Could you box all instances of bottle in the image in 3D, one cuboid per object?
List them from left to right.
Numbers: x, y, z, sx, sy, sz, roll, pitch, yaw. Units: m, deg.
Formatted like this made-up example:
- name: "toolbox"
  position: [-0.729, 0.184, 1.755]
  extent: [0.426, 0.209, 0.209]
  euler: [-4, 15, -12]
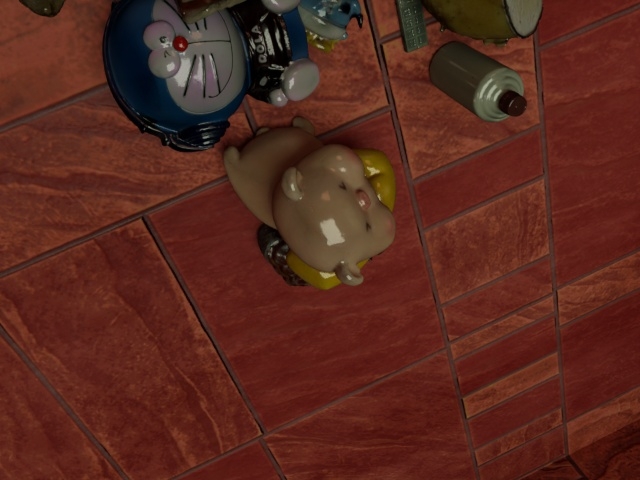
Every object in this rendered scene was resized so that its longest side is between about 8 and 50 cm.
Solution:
- name: "bottle"
  position: [0.304, -0.293, 1.202]
  extent: [0.104, 0.245, 0.104]
  euler: [-10, 124, -15]

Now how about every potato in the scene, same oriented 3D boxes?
- name: "potato"
  position: [0.280, -0.503, 1.107]
  extent: [0.246, 0.196, 0.299]
  euler: [25, 79, -53]

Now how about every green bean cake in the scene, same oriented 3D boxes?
- name: "green bean cake"
  position: [0.000, 0.000, 1.360]
  extent: [0.233, 0.097, 0.198]
  euler: [-34, 127, 1]

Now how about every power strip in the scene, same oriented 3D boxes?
- name: "power strip"
  position: [0.171, -0.424, 1.207]
  extent: [0.051, 0.019, 0.136]
  euler: [-21, 127, -6]

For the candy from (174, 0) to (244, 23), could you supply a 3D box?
- name: "candy"
  position: [-0.089, -0.452, 0.880]
  extent: [0.321, 0.179, 0.135]
  euler: [-28, 171, -15]

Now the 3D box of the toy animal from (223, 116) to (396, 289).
- name: "toy animal"
  position: [0.008, -0.092, 1.153]
  extent: [0.277, 0.247, 0.345]
  euler: [-35, 89, 0]

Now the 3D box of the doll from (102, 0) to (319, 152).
- name: "doll"
  position: [-0.186, -0.295, 1.017]
  extent: [0.310, 0.240, 0.284]
  euler: [-22, 101, -21]

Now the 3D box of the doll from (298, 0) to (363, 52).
- name: "doll"
  position: [0.049, -0.470, 1.055]
  extent: [0.177, 0.141, 0.314]
  euler: [17, 116, -26]

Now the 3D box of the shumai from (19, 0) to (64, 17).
- name: "shumai"
  position: [-0.426, -0.425, 0.888]
  extent: [0.175, 0.166, 0.206]
  euler: [8, 93, -16]
